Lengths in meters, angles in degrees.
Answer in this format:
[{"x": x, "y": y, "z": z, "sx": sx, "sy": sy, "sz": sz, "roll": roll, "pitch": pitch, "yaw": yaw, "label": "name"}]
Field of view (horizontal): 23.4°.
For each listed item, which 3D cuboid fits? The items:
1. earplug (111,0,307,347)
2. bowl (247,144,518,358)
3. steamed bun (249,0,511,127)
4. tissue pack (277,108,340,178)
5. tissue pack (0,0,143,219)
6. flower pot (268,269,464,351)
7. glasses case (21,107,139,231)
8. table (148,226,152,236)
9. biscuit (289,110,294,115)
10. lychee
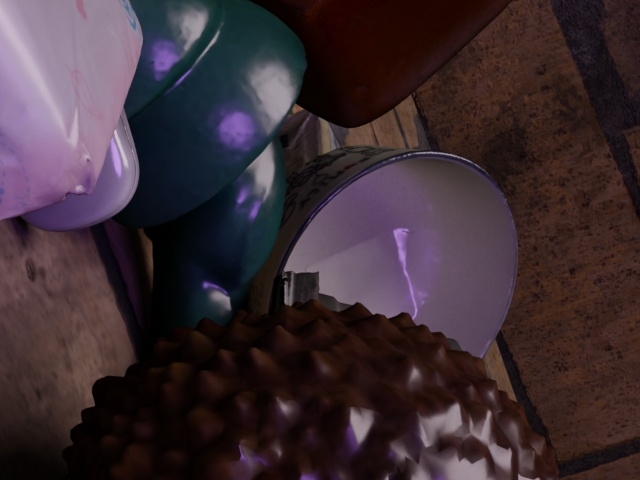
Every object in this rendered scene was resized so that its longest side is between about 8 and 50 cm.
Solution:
[{"x": -0.099, "y": -0.042, "z": 0.942, "sx": 0.280, "sy": 0.164, "sz": 0.257, "roll": 53, "pitch": 55, "yaw": -25, "label": "earplug"}, {"x": 0.032, "y": 0.024, "z": 1.250, "sx": 0.126, "sy": 0.237, "sz": 0.238, "roll": 32, "pitch": -26, "yaw": 52, "label": "bowl"}, {"x": -0.015, "y": -0.253, "z": 1.141, "sx": 0.379, "sy": 0.235, "sz": 0.248, "roll": 45, "pitch": -4, "yaw": 26, "label": "steamed bun"}, {"x": 0.000, "y": 0.000, "z": 1.396, "sx": 0.148, "sy": 0.092, "sz": 0.196, "roll": -94, "pitch": 160, "yaw": -55, "label": "tissue pack"}, {"x": -0.188, "y": -0.154, "z": 0.671, "sx": 0.201, "sy": 0.124, "sz": 0.271, "roll": -83, "pitch": 153, "yaw": -59, "label": "tissue pack"}, {"x": 0.028, "y": 0.136, "z": 0.986, "sx": 0.235, "sy": 0.140, "sz": 0.236, "roll": -174, "pitch": -90, "yaw": -87, "label": "flower pot"}, {"x": -0.157, "y": -0.099, "z": 0.846, "sx": 0.049, "sy": 0.074, "sz": 0.193, "roll": -11, "pitch": 83, "yaw": -82, "label": "glasses case"}, {"x": -0.097, "y": -0.078, "z": 1.143, "sx": 0.146, "sy": 0.062, "sz": 0.175, "roll": 35, "pitch": 35, "yaw": -72, "label": "table"}, {"x": -0.088, "y": -0.210, "z": 1.461, "sx": 0.187, "sy": 0.036, "sz": 0.274, "roll": -50, "pitch": 121, "yaw": -77, "label": "biscuit"}, {"x": -0.012, "y": 0.148, "z": 0.725, "sx": 0.267, "sy": 0.267, "sz": 0.268, "roll": -19, "pitch": 90, "yaw": -79, "label": "lychee"}]
